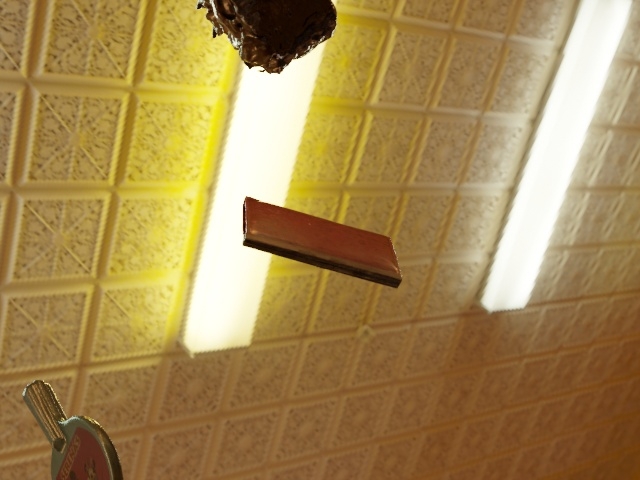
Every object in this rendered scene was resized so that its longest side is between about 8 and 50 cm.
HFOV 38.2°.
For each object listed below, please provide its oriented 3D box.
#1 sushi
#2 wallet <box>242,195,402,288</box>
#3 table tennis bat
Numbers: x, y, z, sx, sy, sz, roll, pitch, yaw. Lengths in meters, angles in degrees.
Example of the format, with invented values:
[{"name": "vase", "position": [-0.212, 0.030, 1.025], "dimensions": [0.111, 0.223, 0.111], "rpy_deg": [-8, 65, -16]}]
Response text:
[{"name": "sushi", "position": [-0.082, -0.267, 0.921], "dimensions": [0.115, 0.147, 0.212], "rpy_deg": [-36, -83, 0]}, {"name": "wallet", "position": [0.000, 0.000, 1.312], "dimensions": [0.232, 0.119, 0.025], "rpy_deg": [16, -59, -15]}, {"name": "table tennis bat", "position": [-0.322, 0.275, 1.197], "dimensions": [0.040, 0.244, 0.153], "rpy_deg": [-2, -50, -46]}]
